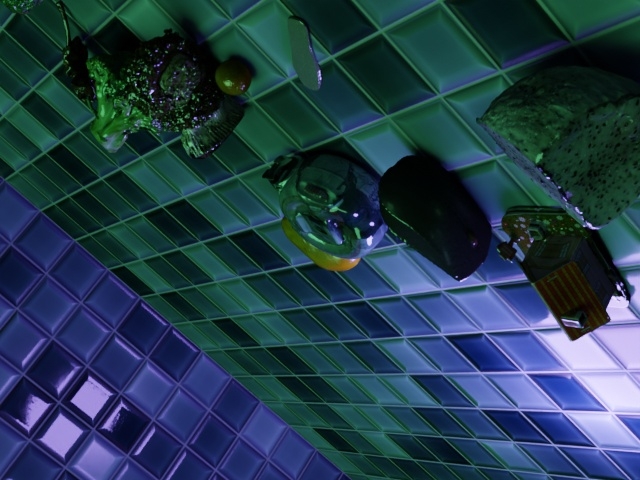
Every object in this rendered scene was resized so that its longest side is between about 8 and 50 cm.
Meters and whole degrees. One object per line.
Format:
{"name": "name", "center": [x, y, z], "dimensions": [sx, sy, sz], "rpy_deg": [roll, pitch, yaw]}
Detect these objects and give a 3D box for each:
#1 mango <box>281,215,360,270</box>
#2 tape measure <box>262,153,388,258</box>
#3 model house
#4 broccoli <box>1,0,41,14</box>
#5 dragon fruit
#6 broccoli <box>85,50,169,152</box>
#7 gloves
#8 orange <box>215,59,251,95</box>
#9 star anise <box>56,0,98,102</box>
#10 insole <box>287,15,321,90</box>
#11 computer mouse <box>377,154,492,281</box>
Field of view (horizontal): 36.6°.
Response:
{"name": "mango", "center": [0.000, 0.000, 2.406], "dimensions": [0.227, 0.109, 0.147], "rpy_deg": [25, 155, 21]}
{"name": "tape measure", "center": [0.025, -0.073, 2.210], "dimensions": [0.275, 0.147, 0.256], "rpy_deg": [10, 146, 43]}
{"name": "model house", "center": [0.468, 0.085, 1.948], "dimensions": [0.207, 0.154, 0.294], "rpy_deg": [2, 140, 46]}
{"name": "broccoli", "center": [-0.560, -0.592, 1.917], "dimensions": [0.275, 0.307, 0.308], "rpy_deg": [19, 163, -28]}
{"name": "dragon fruit", "center": [0.403, -0.180, 1.539], "dimensions": [0.283, 0.204, 0.221], "rpy_deg": [38, -172, -45]}
{"name": "broccoli", "center": [-0.442, -0.323, 2.261], "dimensions": [0.269, 0.241, 0.261], "rpy_deg": [52, -171, 36]}
{"name": "gloves", "center": [-0.305, -0.321, 2.104], "dimensions": [0.135, 0.210, 0.312], "rpy_deg": [41, 167, 50]}
{"name": "orange", "center": [-0.187, -0.349, 2.070], "dimensions": [0.085, 0.085, 0.085], "rpy_deg": [27, 154, 15]}
{"name": "star anise", "center": [-0.586, -0.442, 2.349], "dimensions": [0.073, 0.233, 0.177], "rpy_deg": [-9, 172, 6]}
{"name": "insole", "center": [-0.034, -0.369, 1.923], "dimensions": [0.063, 0.010, 0.192], "rpy_deg": [22, 151, 23]}
{"name": "computer mouse", "center": [0.244, -0.051, 1.965], "dimensions": [0.295, 0.168, 0.087], "rpy_deg": [39, 153, -15]}
